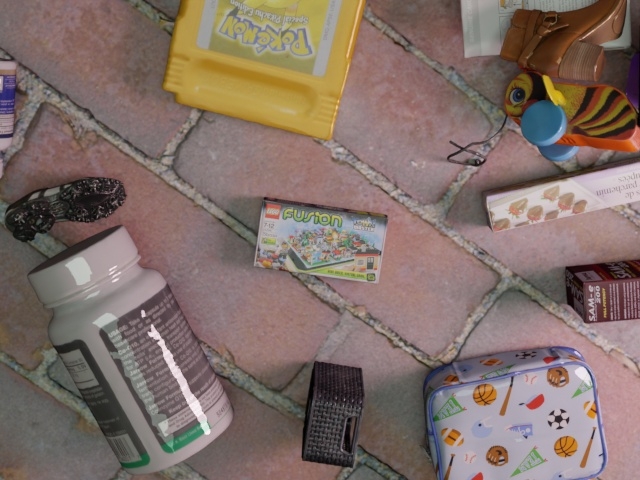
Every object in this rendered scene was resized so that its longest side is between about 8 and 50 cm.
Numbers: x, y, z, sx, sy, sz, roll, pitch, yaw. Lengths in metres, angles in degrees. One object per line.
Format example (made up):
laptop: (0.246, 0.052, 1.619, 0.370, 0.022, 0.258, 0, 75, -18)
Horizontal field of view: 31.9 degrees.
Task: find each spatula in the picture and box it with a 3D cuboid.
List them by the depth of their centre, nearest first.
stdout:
spatula: (0.537, -0.355, 1.765, 0.084, 0.030, 0.296, 3, 101, 2)

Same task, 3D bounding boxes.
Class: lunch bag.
lunch bag: (0.314, 0.313, 1.857, 0.303, 0.115, 0.243, -10, 103, 1)

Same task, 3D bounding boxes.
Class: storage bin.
storage bin: (0.020, 0.279, 1.814, 0.084, 0.180, 0.122, 9, 101, -2)

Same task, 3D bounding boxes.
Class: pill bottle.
pill bottle: (-0.538, -0.194, 1.757, 0.112, 0.112, 0.187, 6, 101, -1)
pill bottle: (-0.303, 0.171, 1.781, 0.204, 0.204, 0.361, -25, 100, 5)

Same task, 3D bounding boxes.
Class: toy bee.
toy bee: (0.348, -0.212, 1.731, 0.298, 0.195, 0.162, 3, 77, 10)

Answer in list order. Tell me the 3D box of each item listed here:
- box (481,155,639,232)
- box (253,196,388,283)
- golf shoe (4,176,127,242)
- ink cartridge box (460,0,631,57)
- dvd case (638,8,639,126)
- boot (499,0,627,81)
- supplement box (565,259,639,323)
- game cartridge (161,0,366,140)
box: (0.424, -0.080, 1.803, 0.324, 0.067, 0.063, -12, 101, 3)
box: (0.000, 0.000, 1.833, 0.207, 0.036, 0.114, 8, 101, -1)
golf shoe: (-0.415, -0.065, 1.804, 0.198, 0.094, 0.077, -17, 117, -23)
ink cartridge box: (0.335, -0.433, 1.718, 0.261, 0.066, 0.296, -4, 95, 0)
dvd case: (0.573, -0.243, 1.702, 0.253, 0.022, 0.180, 6, 84, -35)
boot: (0.365, -0.325, 1.661, 0.152, 0.073, 0.197, 17, 59, 25)
supplement box: (0.527, 0.076, 1.800, 0.239, 0.130, 0.073, -6, 101, 0)
game cartridge: (-0.081, -0.345, 1.758, 0.285, 0.053, 0.324, 13, 100, -2)
